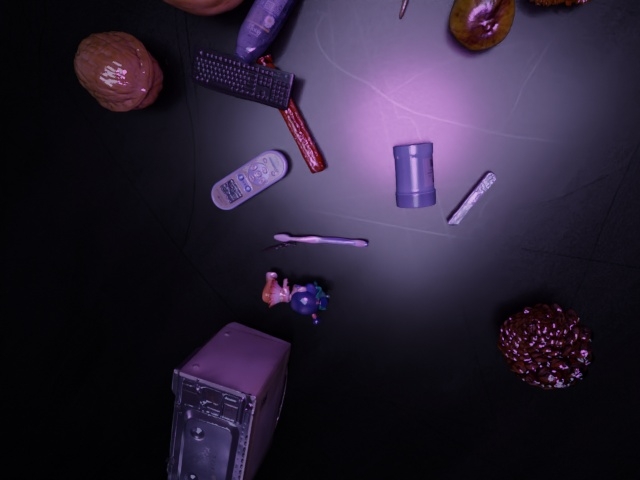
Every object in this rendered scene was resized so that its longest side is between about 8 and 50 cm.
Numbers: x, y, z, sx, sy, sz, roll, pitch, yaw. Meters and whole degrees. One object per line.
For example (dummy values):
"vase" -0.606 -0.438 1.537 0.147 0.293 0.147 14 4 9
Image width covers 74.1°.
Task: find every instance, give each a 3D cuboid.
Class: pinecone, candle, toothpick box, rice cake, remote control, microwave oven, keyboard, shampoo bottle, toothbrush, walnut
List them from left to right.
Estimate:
"walnut" -0.514 -0.430 1.092 0.214 0.213 0.213 3 105 10
"keyboard" -0.251 -0.434 1.091 0.382 0.041 0.103 21 115 13
"microwave oven" -0.267 0.489 1.229 0.248 0.333 0.393 15 108 12
"remote control" -0.198 -0.168 1.181 0.245 0.047 0.087 -28 101 16
"shampoo bottle" -0.133 -0.539 1.030 0.087 0.049 0.233 30 91 6
"candle" -0.078 -0.326 1.113 0.051 0.048 0.329 -20 100 39
"toothbrush" 0.000 0.000 1.196 0.270 0.027 0.021 5 115 10
"toothpick box" 0.237 -0.164 1.067 0.101 0.101 0.153 -3 103 12
"rice cake" 0.387 -0.104 1.088 0.029 0.033 0.170 37 108 1
"pinecone" 0.574 0.272 1.072 0.222 0.221 0.221 3 105 10

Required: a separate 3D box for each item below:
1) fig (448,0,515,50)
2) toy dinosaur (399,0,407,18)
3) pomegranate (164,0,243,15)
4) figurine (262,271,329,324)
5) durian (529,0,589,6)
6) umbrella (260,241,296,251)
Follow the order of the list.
"fig" 0.357 -0.504 0.940 0.136 0.120 0.152 3 105 6
"toy dinosaur" 0.246 -0.669 0.948 0.252 0.072 0.199 -32 107 7
"pomegranate" -0.296 -0.664 0.945 0.320 0.319 0.318 3 105 10
"figurine" -0.073 0.165 1.220 0.195 0.102 0.111 8 139 5
"durian" 0.512 -0.573 0.889 0.158 0.137 0.167 -22 109 -5
"umbrella" -0.122 0.018 1.232 0.122 0.022 0.013 -9 129 24
